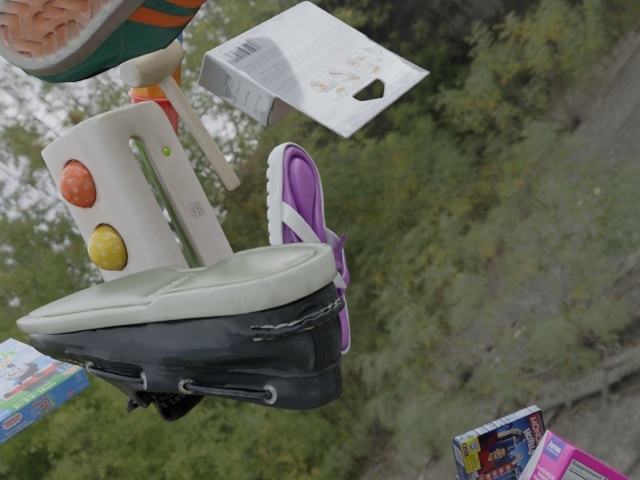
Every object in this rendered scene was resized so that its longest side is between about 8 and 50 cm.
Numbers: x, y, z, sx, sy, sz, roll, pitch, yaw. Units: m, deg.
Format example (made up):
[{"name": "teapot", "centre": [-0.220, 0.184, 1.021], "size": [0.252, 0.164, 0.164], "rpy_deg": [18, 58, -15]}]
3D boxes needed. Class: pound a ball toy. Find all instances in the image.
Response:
[{"name": "pound a ball toy", "centre": [-0.194, -0.039, 1.004], "size": [0.208, 0.319, 0.135], "rpy_deg": [-21, 6, 45]}]

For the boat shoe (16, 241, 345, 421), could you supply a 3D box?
[{"name": "boat shoe", "centre": [-0.109, 0.080, 0.663], "size": [0.340, 0.113, 0.127], "rpy_deg": [-11, 11, 39]}]

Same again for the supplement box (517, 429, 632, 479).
[{"name": "supplement box", "centre": [0.329, 0.398, 1.258], "size": [0.220, 0.113, 0.111], "rpy_deg": [-58, 6, -3]}]

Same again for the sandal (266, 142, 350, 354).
[{"name": "sandal", "centre": [-0.010, -0.002, 1.581], "size": [0.102, 0.417, 0.169], "rpy_deg": [-28, -25, 32]}]

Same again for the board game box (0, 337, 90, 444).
[{"name": "board game box", "centre": [-0.482, 0.225, 1.364], "size": [0.211, 0.039, 0.160], "rpy_deg": [10, 32, 41]}]

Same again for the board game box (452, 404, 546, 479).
[{"name": "board game box", "centre": [0.316, 0.359, 1.436], "size": [0.194, 0.194, 0.060], "rpy_deg": [-19, 20, -13]}]

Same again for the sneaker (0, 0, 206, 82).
[{"name": "sneaker", "centre": [-0.135, -0.240, 0.762], "size": [0.302, 0.108, 0.121], "rpy_deg": [-33, -3, 3]}]

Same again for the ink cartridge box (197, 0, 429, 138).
[{"name": "ink cartridge box", "centre": [-0.003, -0.239, 1.306], "size": [0.275, 0.238, 0.060], "rpy_deg": [-42, -19, -47]}]

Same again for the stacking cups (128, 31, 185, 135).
[{"name": "stacking cups", "centre": [-0.215, -0.285, 1.182], "size": [0.096, 0.095, 0.317], "rpy_deg": [-49, -37, -64]}]
